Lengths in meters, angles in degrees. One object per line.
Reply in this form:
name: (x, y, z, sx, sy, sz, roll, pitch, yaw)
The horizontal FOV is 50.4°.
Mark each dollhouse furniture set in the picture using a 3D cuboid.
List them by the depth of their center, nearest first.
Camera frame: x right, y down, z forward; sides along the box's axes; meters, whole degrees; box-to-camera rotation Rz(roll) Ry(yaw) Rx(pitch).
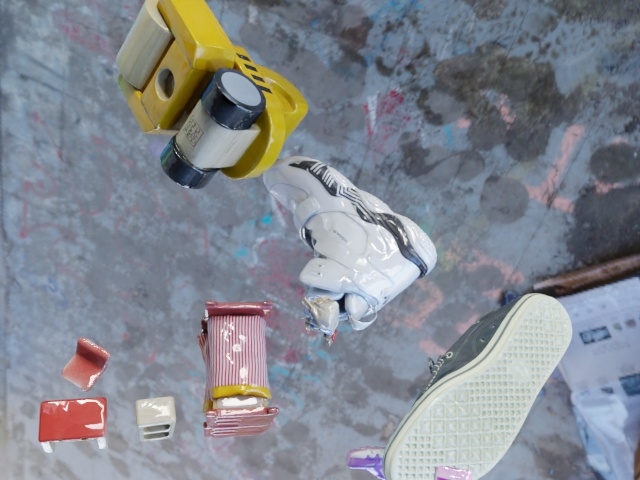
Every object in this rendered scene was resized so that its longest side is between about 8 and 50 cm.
dollhouse furniture set: (-0.265, 0.223, 1.132, 0.375, 0.201, 0.152, -1, 151, -14)

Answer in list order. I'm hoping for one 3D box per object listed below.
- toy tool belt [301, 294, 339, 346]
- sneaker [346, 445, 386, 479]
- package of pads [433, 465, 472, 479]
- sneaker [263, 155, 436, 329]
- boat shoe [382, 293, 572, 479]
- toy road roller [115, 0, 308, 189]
toy tool belt: (-0.002, 0.110, 0.961, 0.051, 0.052, 0.083, 18, 145, 15)
sneaker: (0.161, 0.460, 1.320, 0.237, 0.104, 0.095, 14, 167, -14)
package of pads: (0.172, 0.345, 0.900, 0.050, 0.083, 0.032, 6, 156, 9)
sneaker: (0.000, 0.000, 1.185, 0.366, 0.210, 0.137, 33, 153, 23)
boat shoe: (0.287, 0.288, 1.289, 0.186, 0.500, 0.156, 52, 152, -8)
toy road roller: (-0.176, -0.254, 1.180, 0.202, 0.241, 0.329, -46, 67, 34)
